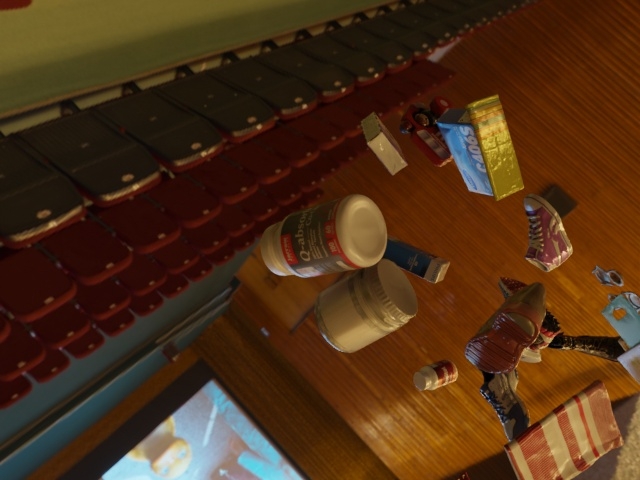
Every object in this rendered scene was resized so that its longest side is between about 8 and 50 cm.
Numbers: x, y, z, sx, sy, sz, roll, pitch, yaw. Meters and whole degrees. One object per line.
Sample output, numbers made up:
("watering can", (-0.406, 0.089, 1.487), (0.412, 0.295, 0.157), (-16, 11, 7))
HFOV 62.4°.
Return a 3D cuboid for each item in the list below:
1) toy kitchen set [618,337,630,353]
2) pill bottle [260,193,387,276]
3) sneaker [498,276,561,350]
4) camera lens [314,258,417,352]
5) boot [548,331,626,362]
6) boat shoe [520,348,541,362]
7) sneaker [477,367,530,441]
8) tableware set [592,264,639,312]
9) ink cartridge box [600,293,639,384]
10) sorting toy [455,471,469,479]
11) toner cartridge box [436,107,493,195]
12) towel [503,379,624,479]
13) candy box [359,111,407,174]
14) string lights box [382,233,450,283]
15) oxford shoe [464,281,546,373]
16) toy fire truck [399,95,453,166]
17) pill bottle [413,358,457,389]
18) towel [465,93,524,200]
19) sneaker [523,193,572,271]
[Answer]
("toy kitchen set", (0.978, 0.367, 1.621), (0.207, 0.122, 0.166), (-29, 165, -28))
("pill bottle", (0.000, 0.000, 1.586), (0.363, 0.210, 0.210), (-14, -165, 42))
("sneaker", (0.669, 0.232, 1.765), (0.299, 0.120, 0.112), (-104, -150, -53))
("camera lens", (0.134, 0.206, 1.645), (0.274, 0.219, 0.219), (-34, 177, 29))
("boot", (0.912, 0.363, 1.822), (0.263, 0.229, 0.091), (163, -65, -64))
("boat shoe", (0.737, 0.395, 2.016), (0.095, 0.258, 0.084), (-27, -134, 49))
("sneaker", (0.576, 0.514, 1.705), (0.296, 0.131, 0.112), (-92, -162, -44))
("tableware set", (0.867, 0.142, 1.546), (0.020, 0.169, 0.141), (-32, 173, -5))
("ink cartridge box", (0.783, 0.262, 1.309), (0.056, 0.235, 0.171), (-32, 155, -5))
("sorting toy", (0.468, 0.864, 1.649), (0.132, 0.046, 0.274), (-52, -158, 16))
("toner cartridge box", (0.553, -0.307, 1.875), (0.075, 0.348, 0.165), (-48, -144, -15))
("towel", (0.676, 0.558, 1.454), (0.329, 0.237, 0.037), (-31, -160, -8))
("candy box", (0.227, -0.354, 1.917), (0.070, 0.165, 0.196), (-35, -150, 18))
("string lights box", (0.317, 0.059, 1.882), (0.133, 0.259, 0.077), (-3, 116, -65))
("oxford shoe", (0.532, 0.258, 1.494), (0.146, 0.140, 0.397), (-46, 166, -30))
("toy fire truck", (0.443, -0.433, 2.104), (0.254, 0.302, 0.169), (-24, 158, -42))
("pill bottle", (0.408, 0.482, 1.884), (0.152, 0.086, 0.086), (-9, 151, -33))
("towel", (0.411, -0.220, 1.248), (0.102, 0.237, 0.021), (-23, -172, -25))
("sneaker", (0.776, -0.018, 1.879), (0.161, 0.282, 0.102), (-36, -171, -14))
